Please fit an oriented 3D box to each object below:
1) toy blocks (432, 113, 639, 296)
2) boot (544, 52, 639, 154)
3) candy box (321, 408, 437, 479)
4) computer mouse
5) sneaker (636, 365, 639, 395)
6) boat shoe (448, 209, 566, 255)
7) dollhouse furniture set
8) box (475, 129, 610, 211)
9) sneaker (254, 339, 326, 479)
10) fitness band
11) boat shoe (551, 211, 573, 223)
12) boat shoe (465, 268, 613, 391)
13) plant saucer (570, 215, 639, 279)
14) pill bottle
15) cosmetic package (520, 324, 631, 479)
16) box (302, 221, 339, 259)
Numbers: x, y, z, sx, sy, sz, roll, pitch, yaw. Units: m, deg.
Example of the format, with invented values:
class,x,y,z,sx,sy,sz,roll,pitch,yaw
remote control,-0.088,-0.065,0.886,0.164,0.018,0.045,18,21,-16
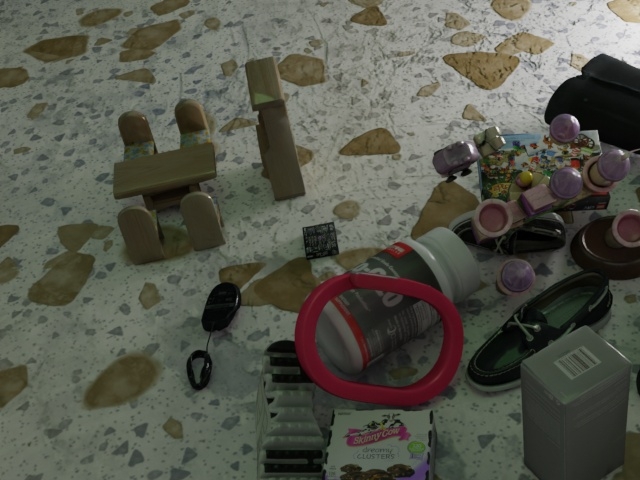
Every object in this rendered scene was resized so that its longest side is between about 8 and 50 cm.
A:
class,x,y,z,sx,sy,sz,roll,pitch,yaw
toy blocks,0.379,-0.089,1.712,0.288,0.260,0.309,-23,81,0
boot,0.623,-0.198,1.981,0.367,0.146,0.445,-29,45,-27
candy box,0.090,0.355,1.541,0.164,0.070,0.196,-3,42,12
computer mouse,-0.194,0.177,1.851,0.071,0.041,0.242,-4,47,23
sneaker,0.584,0.145,1.633,0.101,0.106,0.267,9,44,25
boat shoe,0.351,-0.012,1.891,0.219,0.078,0.070,-3,40,9
dollhouse furniture set,-0.252,-0.195,2.116,0.394,0.257,0.362,-12,40,0
box,0.417,-0.130,1.900,0.233,0.044,0.159,-3,57,2
sneaker,-0.058,0.312,1.613,0.110,0.118,0.292,11,57,-17
fitness band,0.097,0.160,1.632,0.290,0.209,0.054,11,-1,-22
boat shoe,0.458,-0.071,1.958,0.045,0.050,0.135,-14,30,3
boat shoe,0.367,0.144,1.696,0.302,0.091,0.114,-32,44,-22
plant saucer,0.549,0.006,1.859,0.168,0.029,0.168,-7,40,6
pill bottle,0.128,0.098,1.757,0.283,0.161,0.161,-30,44,-19
cosmetic package,0.370,0.256,1.460,0.127,0.238,0.107,-26,45,-19
box,0.000,0.000,2.010,0.067,0.018,0.083,-11,41,2
